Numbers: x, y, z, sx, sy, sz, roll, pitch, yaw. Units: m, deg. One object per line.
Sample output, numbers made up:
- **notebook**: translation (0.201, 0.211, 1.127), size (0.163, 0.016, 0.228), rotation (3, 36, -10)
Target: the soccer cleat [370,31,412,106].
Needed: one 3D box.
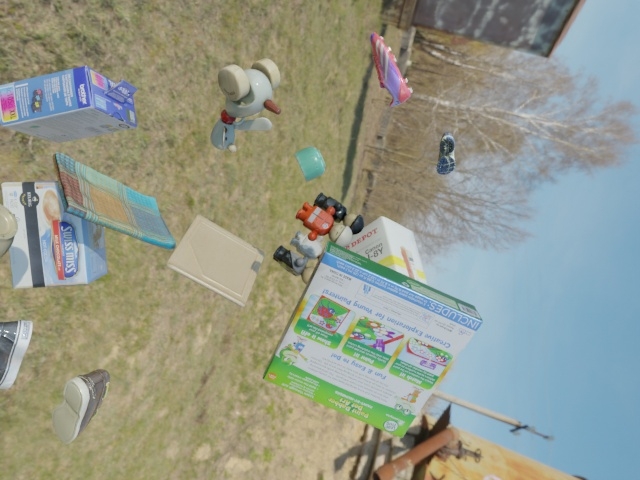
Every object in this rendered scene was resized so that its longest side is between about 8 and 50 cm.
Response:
- **soccer cleat**: translation (0.223, -0.579, 1.433), size (0.095, 0.248, 0.083), rotation (-29, -164, 20)

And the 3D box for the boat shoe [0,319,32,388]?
- **boat shoe**: translation (-0.845, 0.302, 1.105), size (0.301, 0.102, 0.108), rotation (-44, -133, 35)

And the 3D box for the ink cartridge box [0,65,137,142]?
- **ink cartridge box**: translation (-0.850, -0.473, 1.487), size (0.270, 0.395, 0.151), rotation (-9, 92, -84)

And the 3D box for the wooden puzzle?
- **wooden puzzle**: translation (-0.274, 0.053, 1.131), size (0.044, 0.221, 0.238), rotation (-49, -162, 32)

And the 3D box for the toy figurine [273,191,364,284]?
- **toy figurine**: translation (0.000, 0.000, 1.084), size (0.209, 0.148, 0.213), rotation (-58, 175, 21)

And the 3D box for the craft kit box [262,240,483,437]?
- **craft kit box**: translation (0.071, 0.159, 0.648), size (0.061, 0.250, 0.246), rotation (-76, -168, -71)

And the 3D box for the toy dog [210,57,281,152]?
- **toy dog**: translation (-0.198, -0.343, 1.162), size (0.220, 0.161, 0.333), rotation (-37, 176, -17)

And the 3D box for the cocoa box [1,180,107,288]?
- **cocoa box**: translation (-0.892, -0.027, 1.443), size (0.231, 0.228, 0.347), rotation (-155, -117, -78)

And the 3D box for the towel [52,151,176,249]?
- **towel**: translation (-0.636, -0.114, 1.323), size (0.040, 0.271, 0.370), rotation (-43, 146, 10)

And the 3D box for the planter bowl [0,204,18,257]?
- **planter bowl**: translation (-0.794, -0.027, 0.985), size (0.162, 0.109, 0.162), rotation (60, 13, -24)

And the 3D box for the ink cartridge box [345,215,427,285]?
- **ink cartridge box**: translation (0.162, 0.165, 1.248), size (0.279, 0.160, 0.384), rotation (-34, -132, 34)

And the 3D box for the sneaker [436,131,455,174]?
- **sneaker**: translation (0.361, -0.249, 1.203), size (0.135, 0.052, 0.058), rotation (83, 15, -47)

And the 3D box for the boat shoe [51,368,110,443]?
- **boat shoe**: translation (-0.720, 0.499, 1.263), size (0.097, 0.116, 0.324), rotation (-25, 154, -56)

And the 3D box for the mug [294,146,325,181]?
- **mug**: translation (-0.039, -0.322, 1.738), size (0.158, 0.097, 0.129), rotation (-109, 175, -72)
